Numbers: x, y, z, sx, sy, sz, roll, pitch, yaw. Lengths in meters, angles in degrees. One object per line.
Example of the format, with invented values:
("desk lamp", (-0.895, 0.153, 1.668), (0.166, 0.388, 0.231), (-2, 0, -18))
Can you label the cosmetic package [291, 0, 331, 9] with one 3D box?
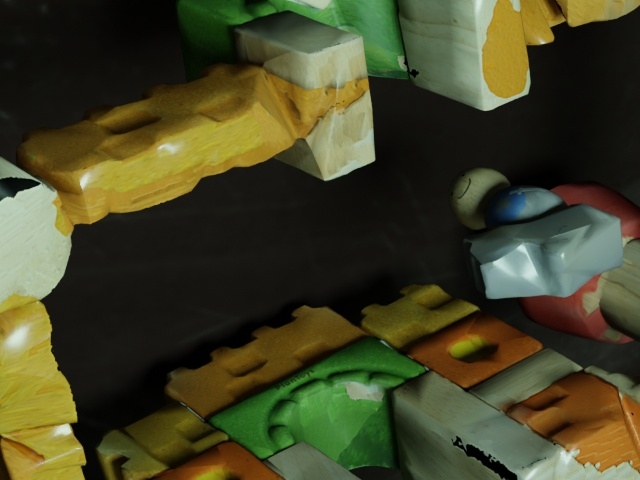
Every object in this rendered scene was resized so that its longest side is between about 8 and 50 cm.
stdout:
("cosmetic package", (-0.002, -0.264, 0.698), (0.113, 0.160, 0.309), (16, 112, -42))

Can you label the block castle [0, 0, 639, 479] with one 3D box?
("block castle", (0.000, 0.000, 0.860), (0.453, 0.213, 0.303), (-25, 120, -27))
